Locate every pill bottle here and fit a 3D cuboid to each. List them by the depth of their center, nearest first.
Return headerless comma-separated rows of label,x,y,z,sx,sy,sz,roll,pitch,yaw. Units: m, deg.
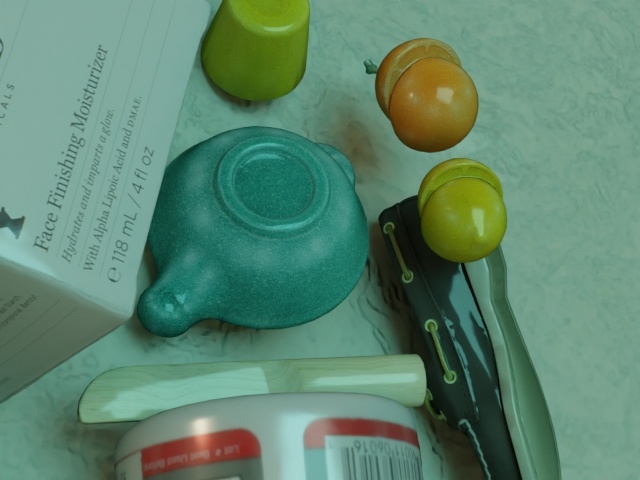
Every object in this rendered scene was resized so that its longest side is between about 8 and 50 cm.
pill bottle,-0.016,0.229,0.700,0.161,0.161,0.283,6,68,-32

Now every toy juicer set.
toy juicer set,0.000,0.000,0.835,0.209,0.089,0.329,17,57,-4

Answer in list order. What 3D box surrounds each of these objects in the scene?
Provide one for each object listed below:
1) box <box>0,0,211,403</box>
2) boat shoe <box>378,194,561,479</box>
box,-0.161,-0.036,0.701,0.119,0.182,0.181,24,59,-24
boat shoe,0.096,0.077,0.900,0.081,0.069,0.227,15,59,-68
